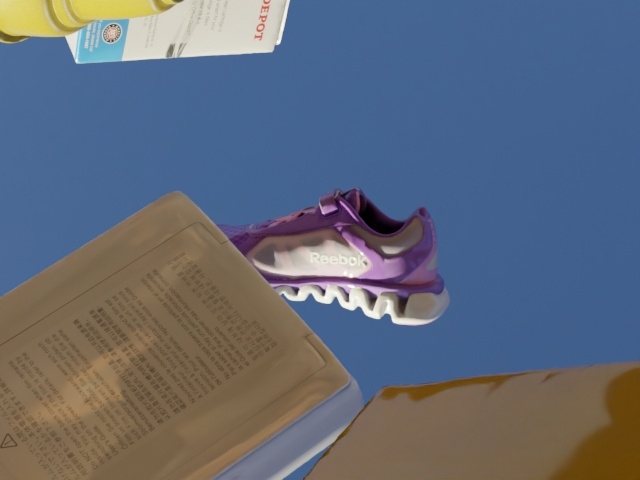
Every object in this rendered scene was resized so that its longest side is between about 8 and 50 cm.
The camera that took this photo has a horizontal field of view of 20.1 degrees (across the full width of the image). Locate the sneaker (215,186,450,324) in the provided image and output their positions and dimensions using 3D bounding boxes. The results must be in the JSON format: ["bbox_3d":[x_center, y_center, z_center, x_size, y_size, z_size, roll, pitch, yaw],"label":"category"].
[{"bbox_3d":[0.000,0.000,1.569,0.236,0.105,0.095,8,-160,11],"label":"sneaker"}]

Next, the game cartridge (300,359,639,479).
[{"bbox_3d":[0.040,0.167,0.761,0.285,0.053,0.323,-48,-165,-25],"label":"game cartridge"}]

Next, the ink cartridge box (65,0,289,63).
[{"bbox_3d":[-0.125,-0.236,1.579,0.190,0.140,0.082,-7,-135,-24],"label":"ink cartridge box"}]

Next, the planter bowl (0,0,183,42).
[{"bbox_3d":[-0.103,-0.197,1.034,0.090,0.217,0.217,24,-114,8],"label":"planter bowl"}]

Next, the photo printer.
[{"bbox_3d":[-0.160,0.130,1.415,0.307,0.107,0.256,-34,-116,-22],"label":"photo printer"}]
